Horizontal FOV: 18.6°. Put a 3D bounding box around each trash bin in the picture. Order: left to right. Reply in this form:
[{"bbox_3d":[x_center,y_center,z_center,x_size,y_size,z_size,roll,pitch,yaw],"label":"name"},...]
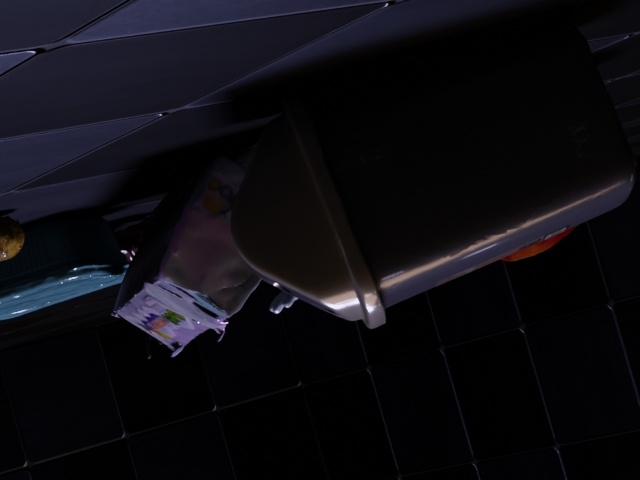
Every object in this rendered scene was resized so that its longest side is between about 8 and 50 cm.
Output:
[{"bbox_3d":[0.074,-0.046,1.461,0.290,0.182,0.209,-21,176,-2],"label":"trash bin"}]

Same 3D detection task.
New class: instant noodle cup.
[{"bbox_3d":[-0.276,0.026,1.890,0.179,0.070,0.157,-16,176,19],"label":"instant noodle cup"}]

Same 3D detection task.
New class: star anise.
[{"bbox_3d":[-0.190,0.045,2.052,0.158,0.144,0.140,-19,-176,29],"label":"star anise"}]

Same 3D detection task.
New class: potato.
[{"bbox_3d":[-0.288,0.002,1.666,0.083,0.040,0.051,-14,172,-45],"label":"potato"}]

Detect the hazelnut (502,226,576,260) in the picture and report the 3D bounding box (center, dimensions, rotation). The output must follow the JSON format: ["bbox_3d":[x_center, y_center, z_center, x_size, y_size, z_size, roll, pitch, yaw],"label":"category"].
[{"bbox_3d":[0.183,-0.078,1.802,0.201,0.160,0.170,-52,-166,-4],"label":"hazelnut"}]

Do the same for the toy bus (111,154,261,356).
[{"bbox_3d":[-0.106,0.016,1.734,0.138,0.112,0.317,-60,-174,-14],"label":"toy bus"}]

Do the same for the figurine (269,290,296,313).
[{"bbox_3d":[-0.001,-0.004,2.172,0.193,0.140,0.265,-40,177,-30],"label":"figurine"}]
